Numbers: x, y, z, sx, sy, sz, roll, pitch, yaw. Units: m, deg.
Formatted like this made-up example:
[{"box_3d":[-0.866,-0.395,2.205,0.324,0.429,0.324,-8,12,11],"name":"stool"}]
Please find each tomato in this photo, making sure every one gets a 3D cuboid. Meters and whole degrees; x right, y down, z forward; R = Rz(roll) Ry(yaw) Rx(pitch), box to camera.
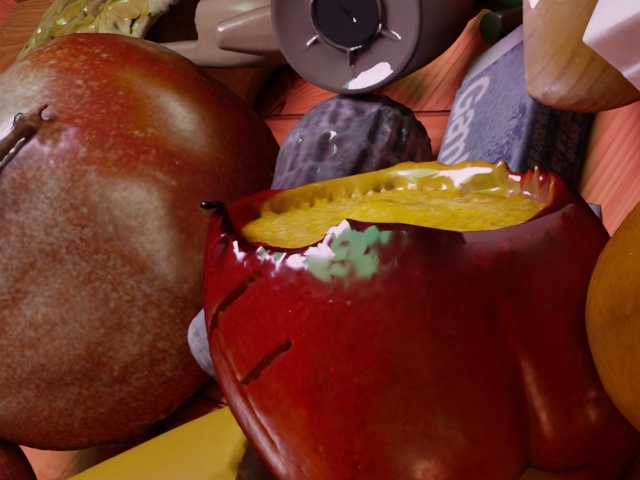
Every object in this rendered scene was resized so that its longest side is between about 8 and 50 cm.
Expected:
[{"box_3d":[-0.170,-0.009,1.416,0.303,0.239,0.303,-46,22,25],"name":"tomato"}]

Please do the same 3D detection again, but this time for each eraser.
[{"box_3d":[0.109,-0.049,1.163,0.092,0.046,0.212,-36,24,38],"name":"eraser"}]

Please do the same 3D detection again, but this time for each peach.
[{"box_3d":[0.041,0.034,0.897,0.190,0.196,0.226,-35,59,7],"name":"peach"}]

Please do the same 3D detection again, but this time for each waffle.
[{"box_3d":[-0.174,-0.206,1.674,0.297,0.073,0.317,-56,17,-9],"name":"waffle"}]

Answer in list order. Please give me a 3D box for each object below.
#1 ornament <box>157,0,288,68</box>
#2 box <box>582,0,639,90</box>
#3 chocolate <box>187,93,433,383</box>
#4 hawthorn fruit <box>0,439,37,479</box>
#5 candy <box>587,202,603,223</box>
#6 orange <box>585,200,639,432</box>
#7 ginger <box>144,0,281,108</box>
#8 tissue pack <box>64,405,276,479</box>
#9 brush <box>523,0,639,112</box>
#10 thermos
[{"box_3d":[-0.026,-0.161,1.474,0.230,0.061,0.245,-13,10,-43],"name":"ornament"},{"box_3d":[0.269,-0.193,0.961,0.203,0.116,0.274,-25,32,52],"name":"box"},{"box_3d":[0.000,0.000,1.237,0.110,0.110,0.248,-25,30,51],"name":"chocolate"},{"box_3d":[-0.253,0.194,1.428,0.149,0.149,0.189,-33,-4,41],"name":"hawthorn fruit"},{"box_3d":[0.052,0.056,1.065,0.292,0.059,0.086,-28,50,48],"name":"candy"},{"box_3d":[0.179,0.022,0.767,0.156,0.124,0.156,-42,4,4],"name":"orange"},{"box_3d":[-0.098,-0.166,1.721,0.190,0.126,0.354,-9,44,55],"name":"ginger"},{"box_3d":[-0.113,0.207,0.991,0.271,0.134,0.192,-27,27,23],"name":"tissue pack"},{"box_3d":[0.119,-0.175,1.117,0.166,0.174,0.267,-1,49,18],"name":"brush"},{"box_3d":[0.069,-0.158,1.315,0.193,0.137,0.105,-27,-51,-62],"name":"thermos"}]
